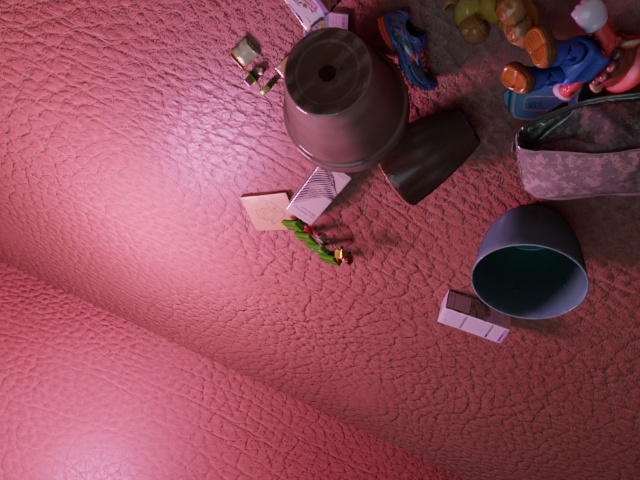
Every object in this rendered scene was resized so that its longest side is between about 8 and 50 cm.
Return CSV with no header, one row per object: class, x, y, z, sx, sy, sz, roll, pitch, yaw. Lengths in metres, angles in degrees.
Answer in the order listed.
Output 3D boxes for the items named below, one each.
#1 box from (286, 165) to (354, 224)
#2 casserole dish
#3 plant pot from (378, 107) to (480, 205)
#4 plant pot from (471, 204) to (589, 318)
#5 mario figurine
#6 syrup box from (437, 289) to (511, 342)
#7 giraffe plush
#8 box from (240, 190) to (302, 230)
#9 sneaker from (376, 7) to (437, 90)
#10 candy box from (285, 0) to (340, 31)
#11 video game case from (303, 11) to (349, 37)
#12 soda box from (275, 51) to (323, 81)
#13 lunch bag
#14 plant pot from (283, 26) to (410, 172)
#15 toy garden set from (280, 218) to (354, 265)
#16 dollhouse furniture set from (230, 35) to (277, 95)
box,0.002,-0.175,1.531,0.113,0.094,0.275,32,137,-8
casserole dish,0.542,-0.339,1.145,0.188,0.037,0.114,7,134,22
plant pot,0.294,-0.243,1.260,0.230,0.215,0.215,-31,114,28
plant pot,0.593,0.039,1.349,0.292,0.235,0.293,14,137,13
mario figurine,0.524,-0.384,0.977,0.198,0.320,0.170,-171,74,-67
syrup box,0.556,0.273,1.708,0.236,0.093,0.096,19,137,8
giraffe plush,0.352,-0.486,0.990,0.170,0.211,0.181,-8,153,39
box,-0.181,-0.106,1.746,0.201,0.021,0.165,-1,132,28
sneaker,0.227,-0.460,1.150,0.087,0.083,0.221,-25,121,32
candy box,-0.015,-0.581,1.029,0.071,0.234,0.159,-23,120,40
video game case,0.014,-0.544,1.218,0.121,0.011,0.087,13,137,14
soda box,-0.037,-0.435,1.314,0.058,0.061,0.181,-27,117,41
lunch bag,0.605,-0.206,1.101,0.286,0.169,0.235,-3,158,27
plant pot,0.040,-0.340,1.105,0.322,0.324,0.280,14,-179,13
toy garden set,0.000,0.000,1.683,0.244,0.049,0.203,43,163,-27
dollhouse furniture set,-0.195,-0.488,1.342,0.076,0.059,0.152,-25,118,41
